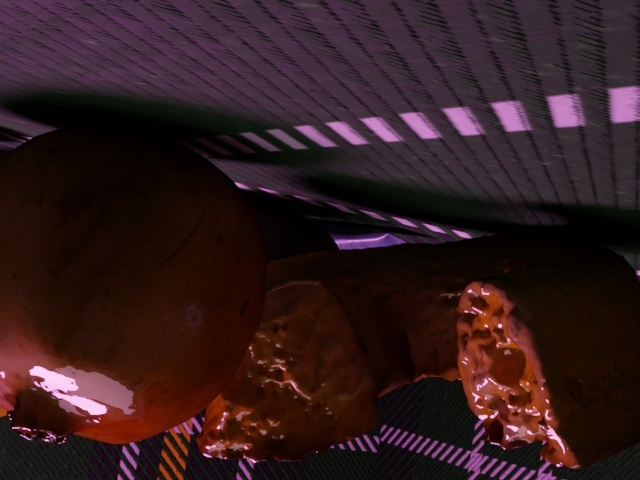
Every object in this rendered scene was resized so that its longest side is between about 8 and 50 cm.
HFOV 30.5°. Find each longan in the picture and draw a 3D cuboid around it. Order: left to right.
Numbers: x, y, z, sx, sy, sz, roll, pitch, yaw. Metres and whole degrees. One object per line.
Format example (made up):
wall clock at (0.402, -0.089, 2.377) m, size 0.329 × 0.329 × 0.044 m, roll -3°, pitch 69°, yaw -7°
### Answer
longan at (-0.085, 0.054, 1.350) m, size 0.248 × 0.248 × 0.248 m, roll 9°, pitch 177°, yaw 1°

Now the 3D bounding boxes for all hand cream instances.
hand cream at (0.000, 0.000, 1.523) m, size 0.271 × 0.058 × 0.091 m, roll 3°, pitch 162°, yaw 30°

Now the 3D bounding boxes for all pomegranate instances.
pomegranate at (-0.176, 0.037, 0.925) m, size 0.264 × 0.264 × 0.264 m, roll 9°, pitch 177°, yaw 1°

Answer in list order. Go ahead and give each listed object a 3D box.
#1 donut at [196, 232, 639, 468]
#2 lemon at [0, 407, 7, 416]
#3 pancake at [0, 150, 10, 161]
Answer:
donut at (0.104, 0.085, 1.128) m, size 0.435 × 0.163 × 0.377 m, roll -4°, pitch -172°, yaw 15°
lemon at (-0.428, 0.060, 1.405) m, size 0.348 × 0.348 × 0.348 m, roll 9°, pitch 177°, yaw 1°
pancake at (-0.394, -0.094, 1.099) m, size 0.222 × 0.042 × 0.236 m, roll 15°, pitch 176°, yaw -37°
